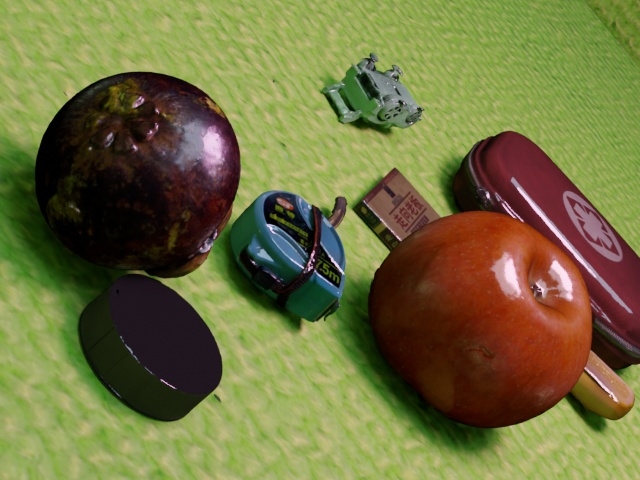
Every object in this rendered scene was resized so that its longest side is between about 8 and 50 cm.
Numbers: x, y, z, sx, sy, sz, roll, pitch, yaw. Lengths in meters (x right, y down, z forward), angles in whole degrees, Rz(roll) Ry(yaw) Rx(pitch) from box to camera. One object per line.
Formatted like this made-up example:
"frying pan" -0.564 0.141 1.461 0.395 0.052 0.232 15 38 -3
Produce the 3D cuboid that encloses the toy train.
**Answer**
"toy train" 0.079 -0.200 2.113 0.149 0.081 0.099 15 40 -59

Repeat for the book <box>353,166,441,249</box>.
"book" 0.148 0.014 1.966 0.231 0.026 0.161 47 25 -1

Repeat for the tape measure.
"tape measure" -0.034 0.010 1.607 0.125 0.081 0.146 33 33 -18

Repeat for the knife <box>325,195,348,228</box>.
"knife" -0.005 -0.004 1.746 0.045 0.021 0.222 42 29 -10

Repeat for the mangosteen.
"mangosteen" -0.162 -0.048 1.396 0.217 0.192 0.192 72 -4 -55

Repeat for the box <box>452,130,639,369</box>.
"box" 0.363 0.009 2.224 0.404 0.108 0.263 47 25 -3

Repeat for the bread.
"bread" 0.367 0.198 2.018 0.115 0.056 0.082 44 26 9

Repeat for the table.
"table" -0.150 0.095 1.338 0.133 0.043 0.133 38 26 -23

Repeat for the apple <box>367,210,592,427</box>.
"apple" 0.190 0.087 1.715 0.272 0.206 0.252 35 31 -30
